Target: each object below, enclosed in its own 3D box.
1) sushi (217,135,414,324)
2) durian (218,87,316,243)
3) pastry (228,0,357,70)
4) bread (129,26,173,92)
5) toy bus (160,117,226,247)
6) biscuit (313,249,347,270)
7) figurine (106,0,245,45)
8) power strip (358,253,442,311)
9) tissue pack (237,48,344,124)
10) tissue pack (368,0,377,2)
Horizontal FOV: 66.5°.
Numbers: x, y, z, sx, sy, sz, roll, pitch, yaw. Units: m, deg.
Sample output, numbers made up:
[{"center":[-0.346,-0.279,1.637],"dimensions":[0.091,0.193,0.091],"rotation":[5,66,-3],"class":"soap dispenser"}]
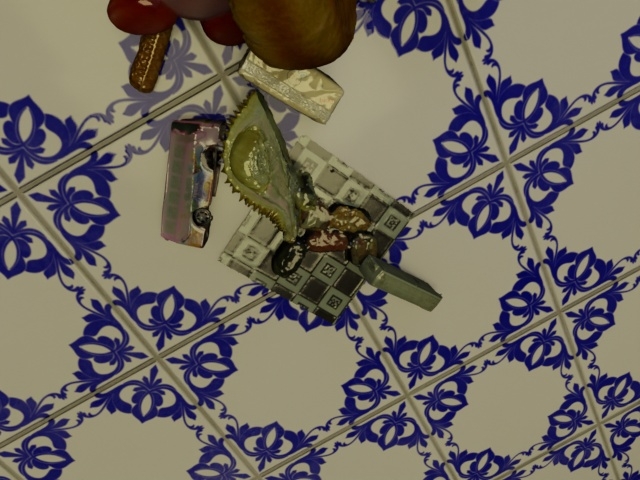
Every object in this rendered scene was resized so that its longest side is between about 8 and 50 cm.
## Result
[{"center":[0.000,0.000,1.145],"dimensions":[0.343,0.064,0.359],"rotation":[32,101,-17],"class":"sushi"},{"center":[-0.095,-0.141,1.001],"dimensions":[0.172,0.166,0.306],"rotation":[-14,88,-40],"class":"durian"},{"center":[-0.038,-0.443,0.775],"dimensions":[0.163,0.356,0.356],"rotation":[5,113,19],"class":"pastry"},{"center":[-0.335,-0.368,0.961],"dimensions":[0.052,0.044,0.157],"rotation":[20,106,-13],"class":"bread"},{"center":[-0.271,-0.126,1.046],"dimensions":[0.112,0.090,0.274],"rotation":[11,108,-5],"class":"toy bus"},{"center":[0.032,0.041,1.207],"dimensions":[0.089,0.016,0.046],"rotation":[-25,111,-1],"class":"biscuit"},{"center":[-0.209,-0.479,0.829],"dimensions":[0.269,0.211,0.261],"rotation":[-3,109,-30],"class":"figurine"},{"center":[0.197,0.107,1.195],"dimensions":[0.272,0.078,0.052],"rotation":[25,108,-38],"class":"power strip"},{"center":[-0.060,-0.324,0.975],"dimensions":[0.196,0.148,0.092],"rotation":[28,107,-20],"class":"tissue pack"},{"center":[0.061,-0.554,0.954],"dimensions":[0.155,0.065,0.116],"rotation":[19,109,-18],"class":"tissue pack"}]
